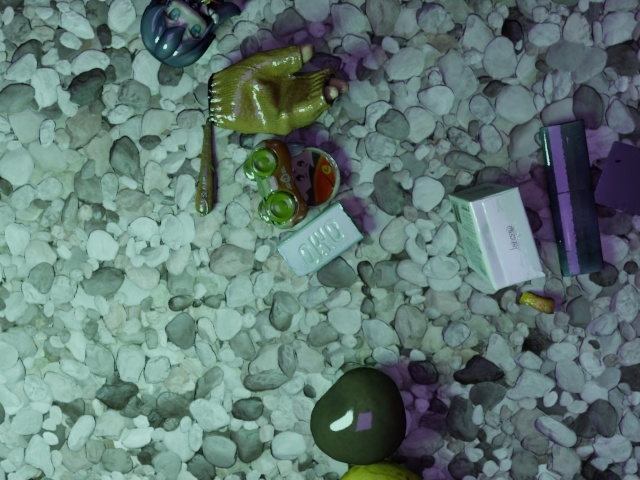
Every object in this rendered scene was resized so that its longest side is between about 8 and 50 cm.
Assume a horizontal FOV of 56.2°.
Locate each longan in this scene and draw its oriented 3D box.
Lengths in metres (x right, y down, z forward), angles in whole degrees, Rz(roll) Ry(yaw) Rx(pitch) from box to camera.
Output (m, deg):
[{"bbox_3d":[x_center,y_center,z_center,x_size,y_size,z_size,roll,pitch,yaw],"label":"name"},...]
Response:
[{"bbox_3d":[0.093,0.444,1.500,0.246,0.215,0.246,2,79,-10],"label":"longan"}]

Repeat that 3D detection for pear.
[{"bbox_3d":[0.152,0.691,1.497,0.280,0.281,0.281,1,98,4],"label":"pear"}]

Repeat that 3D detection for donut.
[{"bbox_3d":[0.554,0.155,1.524,0.083,0.067,0.038,28,108,32],"label":"donut"}]

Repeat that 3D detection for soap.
[{"bbox_3d":[0.000,0.000,1.522,0.198,0.063,0.114,-36,95,8],"label":"soap"}]

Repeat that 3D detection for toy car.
[{"bbox_3d":[-0.062,-0.155,1.485,0.235,0.145,0.235,0,90,-15],"label":"toy car"}]

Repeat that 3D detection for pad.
[{"bbox_3d":[0.823,-0.132,1.478,0.265,0.009,0.160,18,99,3],"label":"pad"}]

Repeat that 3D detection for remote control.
[{"bbox_3d":[0.620,-0.102,1.477,0.107,0.044,0.378,-12,97,1],"label":"remote control"}]

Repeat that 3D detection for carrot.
[{"bbox_3d":[-0.291,-0.186,1.530,0.049,0.049,0.254,4,94,3],"label":"carrot"}]

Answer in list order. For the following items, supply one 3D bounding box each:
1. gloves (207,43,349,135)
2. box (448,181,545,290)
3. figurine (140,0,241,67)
[{"bbox_3d":[-0.104,-0.353,1.436,0.356,0.155,0.203,-1,91,20],"label":"gloves"},{"bbox_3d":[0.397,-0.020,1.386,0.116,0.274,0.203,-17,96,5],"label":"box"},{"bbox_3d":[-0.309,-0.534,1.409,0.175,0.197,0.265,42,78,-1],"label":"figurine"}]
